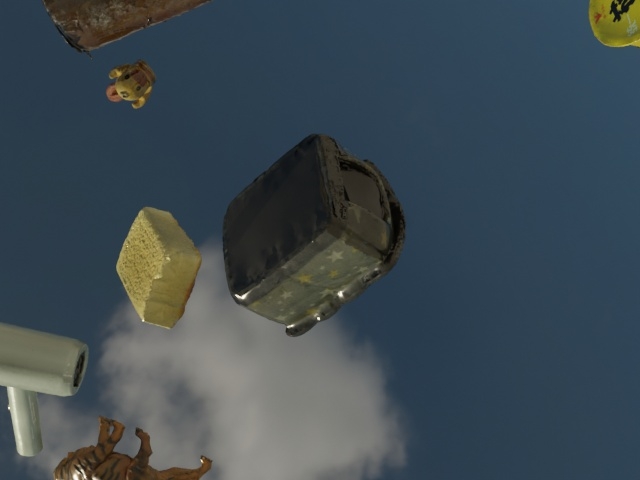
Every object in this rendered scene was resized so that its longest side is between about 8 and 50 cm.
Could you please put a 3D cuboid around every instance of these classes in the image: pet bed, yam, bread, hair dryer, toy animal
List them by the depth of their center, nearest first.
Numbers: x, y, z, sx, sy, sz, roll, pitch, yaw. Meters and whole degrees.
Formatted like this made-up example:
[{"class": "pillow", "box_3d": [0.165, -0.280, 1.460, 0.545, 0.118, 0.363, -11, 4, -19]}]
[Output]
[{"class": "hair dryer", "box_3d": [-0.358, 0.201, 1.125, 0.131, 0.236, 0.073, 12, -140, -1]}, {"class": "pet bed", "box_3d": [0.000, 0.000, 1.141, 0.159, 0.211, 0.183, 27, -142, -36]}, {"class": "toy animal", "box_3d": [-0.244, 0.331, 1.272, 0.255, 0.114, 0.116, 19, -106, 5]}, {"class": "yam", "box_3d": [-0.274, -0.384, 1.394, 0.131, 0.280, 0.131, -20, -90, -84]}, {"class": "bread", "box_3d": [-0.251, 0.036, 1.409, 0.068, 0.125, 0.188, 19, -166, -32]}]

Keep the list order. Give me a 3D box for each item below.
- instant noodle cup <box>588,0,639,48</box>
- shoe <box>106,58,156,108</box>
[{"class": "instant noodle cup", "box_3d": [0.338, -0.216, 0.754, 0.144, 0.182, 0.182, 22, -124, -16]}, {"class": "shoe", "box_3d": [-0.307, -0.251, 1.478, 0.069, 0.109, 0.072, -44, -51, -15]}]
